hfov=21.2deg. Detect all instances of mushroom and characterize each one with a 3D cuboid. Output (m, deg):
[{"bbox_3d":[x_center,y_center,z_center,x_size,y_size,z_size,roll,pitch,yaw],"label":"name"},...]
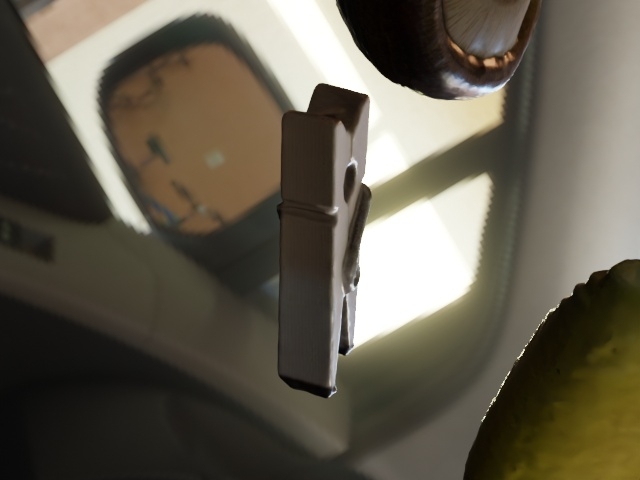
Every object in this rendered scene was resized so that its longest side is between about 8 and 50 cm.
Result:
[{"bbox_3d":[0.071,-0.197,1.127,0.138,0.194,0.231,26,-28,33],"label":"mushroom"}]

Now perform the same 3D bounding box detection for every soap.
[{"bbox_3d":[0.260,0.115,1.138,0.427,0.306,0.115,106,-24,-52],"label":"soap"}]

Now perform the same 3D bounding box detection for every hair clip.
[{"bbox_3d":[0.004,0.001,1.783,0.101,0.085,0.331,-44,146,-50],"label":"hair clip"}]
